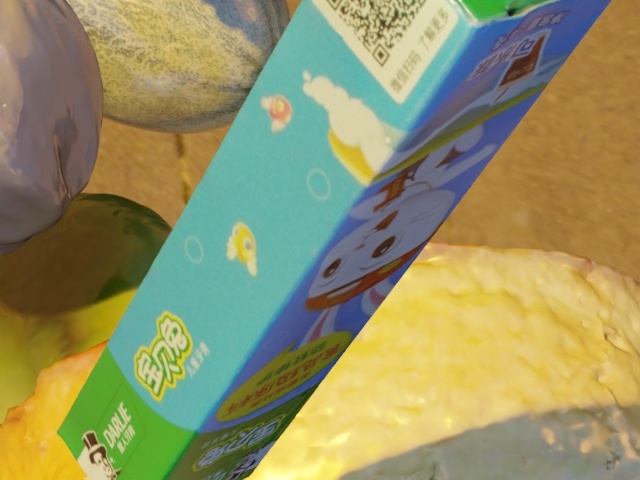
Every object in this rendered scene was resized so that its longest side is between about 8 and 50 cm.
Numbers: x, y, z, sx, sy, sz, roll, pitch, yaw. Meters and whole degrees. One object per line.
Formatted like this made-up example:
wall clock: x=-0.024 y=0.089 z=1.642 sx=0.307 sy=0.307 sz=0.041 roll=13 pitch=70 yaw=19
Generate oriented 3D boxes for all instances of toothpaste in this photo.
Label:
toothpaste: x=-0.007 y=0.000 z=0.502 sx=0.065 sy=0.050 sz=0.267 roll=-22 pitch=156 yaw=-42

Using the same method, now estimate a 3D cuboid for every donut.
donut: x=0.039 y=0.176 z=0.893 sx=0.435 sy=0.163 sz=0.378 roll=13 pitch=130 yaw=-26

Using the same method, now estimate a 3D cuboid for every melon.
melon: x=-0.180 y=-0.239 z=1.601 sx=0.329 sy=0.248 sz=0.249 roll=30 pitch=93 yaw=14

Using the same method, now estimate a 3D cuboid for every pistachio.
pistachio: x=-0.267 y=-0.114 z=1.045 sx=0.208 sy=0.226 sz=0.332 roll=-41 pitch=147 yaw=-1

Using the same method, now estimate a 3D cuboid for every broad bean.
broad bean: x=-0.194 y=0.077 z=1.240 sx=0.238 sy=0.291 sz=0.119 roll=-51 pitch=134 yaw=-2
